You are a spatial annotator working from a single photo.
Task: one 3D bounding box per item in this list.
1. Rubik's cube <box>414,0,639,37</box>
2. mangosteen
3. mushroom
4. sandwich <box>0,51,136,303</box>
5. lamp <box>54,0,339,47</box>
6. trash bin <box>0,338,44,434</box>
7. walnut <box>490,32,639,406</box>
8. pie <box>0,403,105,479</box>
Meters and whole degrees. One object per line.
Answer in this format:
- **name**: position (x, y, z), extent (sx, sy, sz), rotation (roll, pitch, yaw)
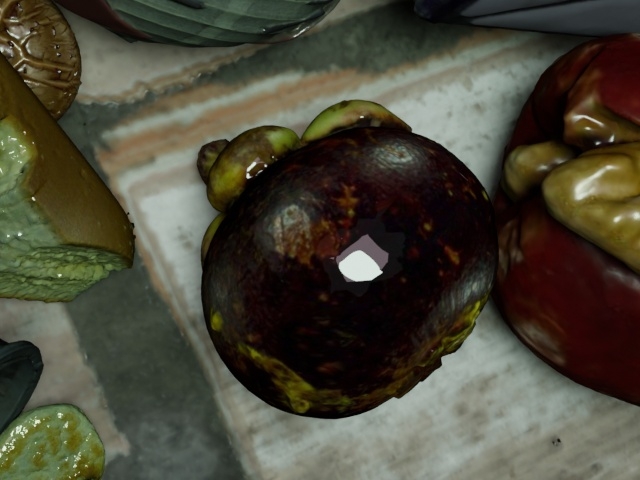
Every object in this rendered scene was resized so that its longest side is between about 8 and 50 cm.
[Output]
- **Rubik's cube**: position (0.234, -0.293, 0.632), extent (0.310, 0.305, 0.307), rotation (2, 83, -20)
- **mangosteen**: position (0.000, 0.000, 0.695), extent (0.192, 0.192, 0.217), rotation (-39, 69, -16)
- **mushroom**: position (-0.210, -0.111, 0.692), extent (0.126, 0.085, 0.109), rotation (-15, 128, 18)
- **sandwich**: position (-0.195, -0.042, 0.631), extent (0.090, 0.088, 0.244), rotation (-19, 121, 22)
- **lamp**: position (-0.084, -0.226, 0.679), extent (0.265, 0.233, 0.233), rotation (3, 81, -33)
- **trash bin**: position (-0.272, 0.078, 0.620), extent (0.161, 0.175, 0.175), rotation (39, 75, 4)
- **walnut**: position (0.240, 0.003, 0.708), extent (0.269, 0.244, 0.222), rotation (24, 89, -12)
- **pie**: position (-0.172, 0.143, 0.690), extent (0.085, 0.017, 0.085), rotation (-8, 103, -36)
